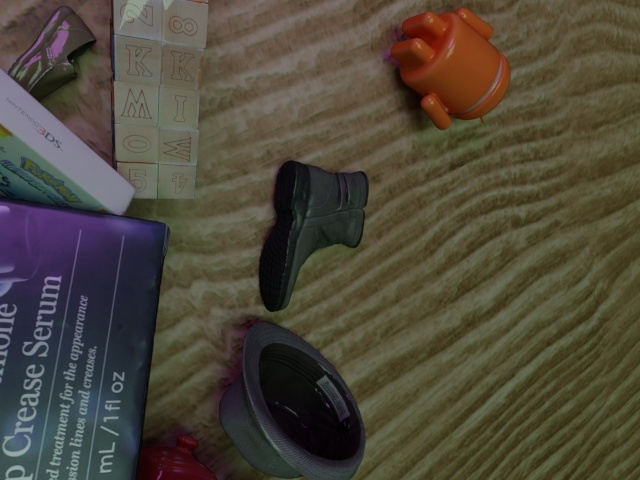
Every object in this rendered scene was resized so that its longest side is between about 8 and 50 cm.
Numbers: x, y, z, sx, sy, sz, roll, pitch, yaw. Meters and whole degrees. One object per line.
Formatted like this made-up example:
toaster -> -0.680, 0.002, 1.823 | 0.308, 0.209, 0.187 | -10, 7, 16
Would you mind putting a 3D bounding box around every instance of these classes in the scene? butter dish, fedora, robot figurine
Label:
butter dish -> -0.217, 0.348, 0.644 | 0.160, 0.160, 0.118 | 37, 59, -32
fedora -> -0.057, 0.266, 0.677 | 0.124, 0.243, 0.275 | -40, 126, 18
robot figurine -> 0.220, -0.280, 0.724 | 0.220, 0.128, 0.157 | 22, 56, -28

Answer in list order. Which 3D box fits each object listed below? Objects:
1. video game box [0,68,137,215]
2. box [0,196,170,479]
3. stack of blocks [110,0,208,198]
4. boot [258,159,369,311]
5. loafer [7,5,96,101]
video game box -> -0.322, -0.084, 0.425 | 0.205, 0.187, 0.048 | 52, 37, -46
box -> -0.373, 0.114, 0.402 | 0.396, 0.212, 0.293 | 9, 72, -27
stack of blocks -> -0.193, -0.216, 0.502 | 0.087, 0.171, 0.296 | -2, 120, -26
boot -> 0.000, 0.000, 0.703 | 0.161, 0.083, 0.246 | 7, 99, -33
loafer -> -0.315, -0.200, 0.511 | 0.050, 0.056, 0.147 | 31, 87, -22
